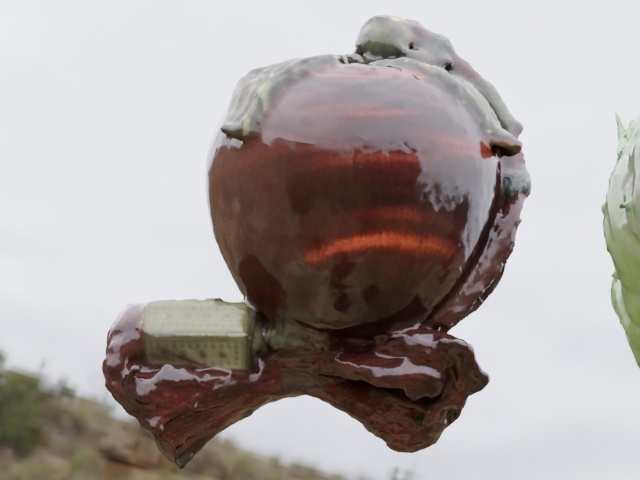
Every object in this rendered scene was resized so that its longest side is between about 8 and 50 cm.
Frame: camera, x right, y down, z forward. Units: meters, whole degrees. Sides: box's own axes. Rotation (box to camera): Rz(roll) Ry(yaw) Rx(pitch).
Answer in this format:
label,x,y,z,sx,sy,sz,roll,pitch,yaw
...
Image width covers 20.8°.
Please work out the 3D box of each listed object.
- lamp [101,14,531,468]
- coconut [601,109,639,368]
label,x,y,z,sx,sy,sz,roll,pitch,yaw
lamp,0.000,-0.007,0.881,0.215,0.223,0.151,1,-25,2
coconut,0.251,-0.049,0.519,0.281,0.328,0.328,34,-2,36
